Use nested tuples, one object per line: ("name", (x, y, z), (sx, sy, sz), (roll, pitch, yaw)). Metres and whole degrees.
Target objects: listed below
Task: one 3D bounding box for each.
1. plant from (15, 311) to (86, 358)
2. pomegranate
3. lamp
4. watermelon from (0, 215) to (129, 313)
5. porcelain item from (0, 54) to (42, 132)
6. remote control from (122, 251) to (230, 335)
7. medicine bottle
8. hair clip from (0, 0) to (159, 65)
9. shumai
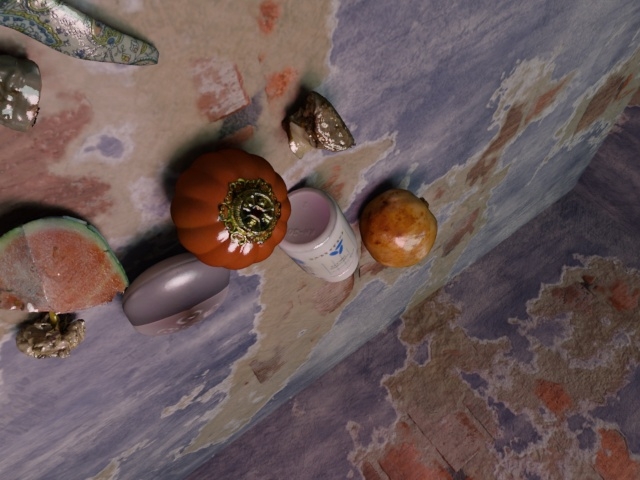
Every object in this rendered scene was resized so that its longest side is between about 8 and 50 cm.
("plant", (-0.506, 0.160, 0.873), (0.116, 0.104, 0.122), (-78, 173, -77))
("pomegranate", (0.230, -0.037, 1.352), (0.248, 0.248, 0.248), (-31, 151, -20))
("lamp", (-0.160, -0.056, 0.846), (0.223, 0.196, 0.223), (-6, 100, -36))
("watermelon", (-0.428, 0.026, 0.747), (0.231, 0.128, 0.146), (-9, 113, -69))
("porcelain item", (-0.421, -0.179, 0.486), (0.216, 0.069, 0.081), (2, 135, -47))
("remote control", (-0.297, 0.117, 0.979), (0.221, 0.103, 0.332), (-26, 162, -22))
("medicine bottle", (0.000, 0.000, 1.163), (0.170, 0.170, 0.293), (-41, 154, -1))
("hair clip", (-0.292, -0.255, 0.561), (0.066, 0.036, 0.229), (-47, 153, 24))
("shumai", (-0.011, -0.209, 0.900), (0.116, 0.145, 0.145), (-36, 154, 12))
